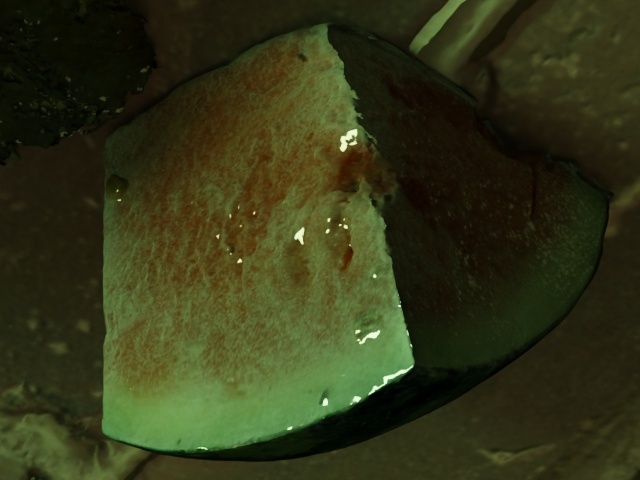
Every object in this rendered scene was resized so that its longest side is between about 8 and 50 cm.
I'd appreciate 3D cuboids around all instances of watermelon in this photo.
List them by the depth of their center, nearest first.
[{"bbox_3d":[0.000,0.000,0.977,0.213,0.261,0.201,-23,98,26],"label":"watermelon"}]

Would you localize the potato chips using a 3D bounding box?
[{"bbox_3d":[-0.143,-0.106,0.981,0.142,0.026,0.209,17,141,-25],"label":"potato chips"}]
